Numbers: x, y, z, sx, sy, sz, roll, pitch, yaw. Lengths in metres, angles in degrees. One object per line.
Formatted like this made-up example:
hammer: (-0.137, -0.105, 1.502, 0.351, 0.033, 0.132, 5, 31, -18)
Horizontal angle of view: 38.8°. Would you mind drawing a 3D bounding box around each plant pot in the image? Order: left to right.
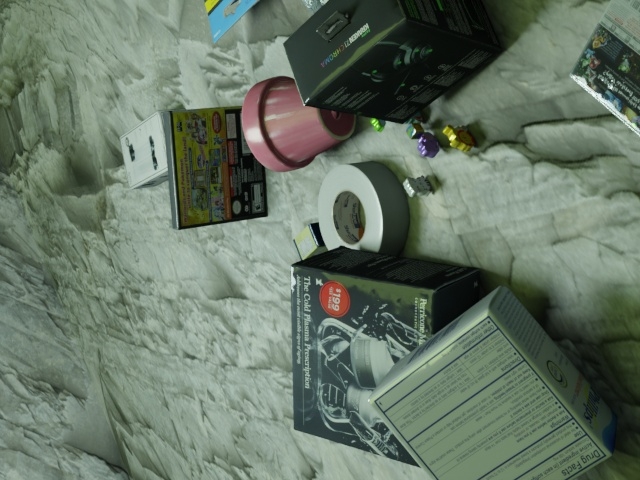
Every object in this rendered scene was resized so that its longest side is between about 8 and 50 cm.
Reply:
plant pot: (-0.033, -0.256, 1.896, 0.180, 0.201, 0.201, -10, 90, 40)

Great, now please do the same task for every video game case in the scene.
video game case: (-0.245, -0.176, 2.148, 0.035, 0.248, 0.274, 10, 106, 52)
video game case: (0.466, -0.257, 1.312, 0.190, 0.022, 0.173, 52, 136, 33)

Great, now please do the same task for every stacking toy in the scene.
stacking toy: (0.186, -0.211, 1.705, 0.167, 0.052, 0.221, -52, 54, 45)

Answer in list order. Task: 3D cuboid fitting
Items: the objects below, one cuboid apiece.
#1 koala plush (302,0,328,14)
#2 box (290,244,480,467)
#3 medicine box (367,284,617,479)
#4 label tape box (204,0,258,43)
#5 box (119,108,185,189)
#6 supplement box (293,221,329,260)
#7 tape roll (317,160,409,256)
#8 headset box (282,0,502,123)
koala plush: (0.051, -0.467, 1.677, 0.196, 0.221, 0.203, 46, 133, 40)
box: (0.118, 0.209, 1.712, 0.313, 0.179, 0.343, 8, 106, 34)
medicine box: (0.275, 0.270, 1.450, 0.263, 0.149, 0.289, -41, 86, 25)
label tape box: (-0.192, -0.654, 2.080, 0.241, 0.106, 0.333, -25, 79, 55)
box: (-0.466, -0.255, 2.589, 0.290, 0.087, 0.169, -18, 83, 56)
supplement box: (0.000, 0.000, 1.987, 0.083, 0.083, 0.056, -43, 63, 50)
tape roll: (0.085, -0.051, 1.863, 0.219, 0.072, 0.219, 20, 115, 52)
headset box: (0.114, -0.326, 1.522, 0.246, 0.283, 0.131, -35, 65, 39)
